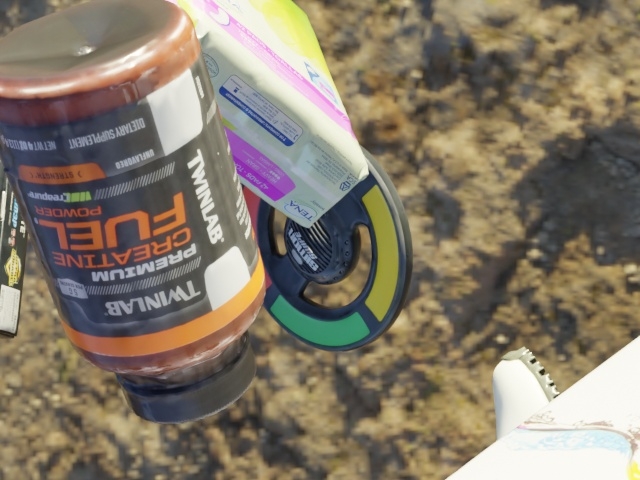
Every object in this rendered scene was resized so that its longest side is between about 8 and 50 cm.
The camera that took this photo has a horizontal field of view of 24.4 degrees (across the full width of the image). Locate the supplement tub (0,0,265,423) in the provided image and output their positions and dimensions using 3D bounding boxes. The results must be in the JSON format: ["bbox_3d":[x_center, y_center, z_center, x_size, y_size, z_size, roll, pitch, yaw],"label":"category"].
[{"bbox_3d":[-0.087,-0.009,0.712,0.106,0.106,0.198,16,131,43],"label":"supplement tub"}]

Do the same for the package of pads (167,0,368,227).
[{"bbox_3d":[-0.090,-0.173,1.344,0.101,0.229,0.296,-42,35,16],"label":"package of pads"}]

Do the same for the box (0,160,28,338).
[{"bbox_3d":[-0.406,0.010,1.503,0.220,0.051,0.175,-1,78,19],"label":"box"}]

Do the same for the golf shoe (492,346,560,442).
[{"bbox_3d":[0.173,0.226,1.291,0.120,0.105,0.273,-8,68,-2],"label":"golf shoe"}]

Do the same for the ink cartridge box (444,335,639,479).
[{"bbox_3d":[0.191,0.175,0.701,0.198,0.270,0.197,57,173,-16],"label":"ink cartridge box"}]

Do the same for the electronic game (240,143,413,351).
[{"bbox_3d":[0.000,0.000,1.479,0.229,0.048,0.229,15,112,40],"label":"electronic game"}]
